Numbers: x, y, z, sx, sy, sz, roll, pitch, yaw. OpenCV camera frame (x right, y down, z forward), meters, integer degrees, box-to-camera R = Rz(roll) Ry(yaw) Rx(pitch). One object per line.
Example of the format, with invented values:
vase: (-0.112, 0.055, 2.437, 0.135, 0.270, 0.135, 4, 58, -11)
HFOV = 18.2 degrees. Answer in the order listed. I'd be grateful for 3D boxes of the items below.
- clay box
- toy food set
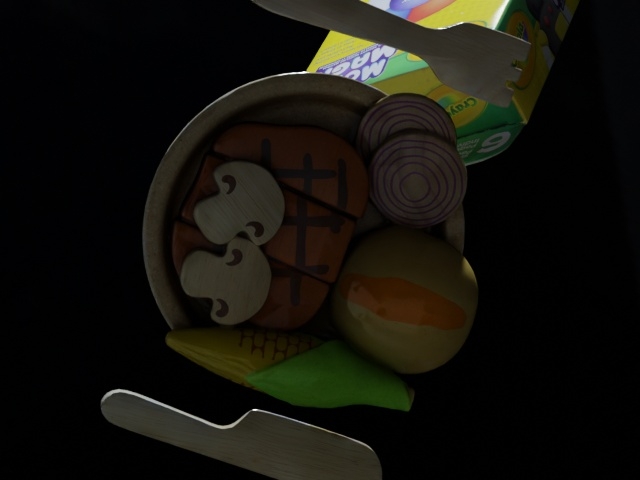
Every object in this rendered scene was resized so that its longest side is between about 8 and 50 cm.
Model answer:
clay box: (0.066, -0.109, 1.074, 0.127, 0.222, 0.053, -15, -61, 32)
toy food set: (0.000, 0.000, 0.749, 0.038, 0.132, 0.192, -142, -110, -78)
